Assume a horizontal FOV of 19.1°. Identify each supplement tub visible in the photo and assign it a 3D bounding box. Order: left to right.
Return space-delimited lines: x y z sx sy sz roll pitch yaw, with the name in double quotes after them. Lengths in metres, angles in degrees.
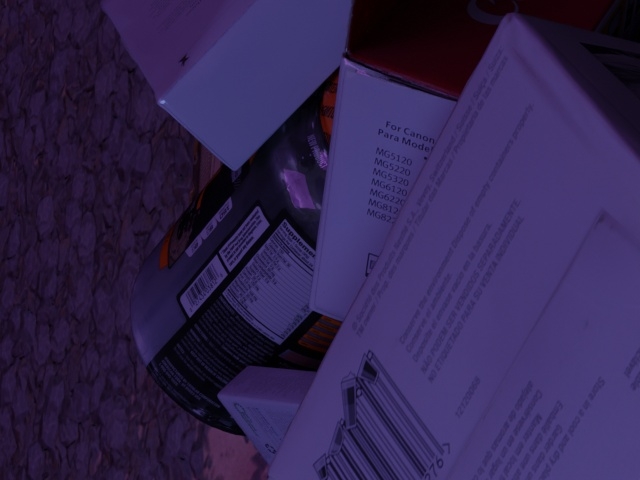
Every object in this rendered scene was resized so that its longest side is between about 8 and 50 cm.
0.000 0.000 1.569 0.338 0.207 0.207 -47 46 41 "supplement tub"

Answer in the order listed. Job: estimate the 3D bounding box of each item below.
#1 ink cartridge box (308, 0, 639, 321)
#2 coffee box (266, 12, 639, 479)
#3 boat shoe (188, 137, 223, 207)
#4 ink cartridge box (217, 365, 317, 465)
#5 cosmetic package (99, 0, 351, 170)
0.123 -0.119 1.242 0.130 0.309 0.272 20 132 16 "ink cartridge box"
0.230 0.127 1.059 0.338 0.334 0.338 -63 39 26 "coffee box"
-0.072 -0.116 1.794 0.123 0.123 0.342 16 103 56 "boat shoe"
0.046 0.194 1.473 0.045 0.223 0.224 -45 23 -23 "ink cartridge box"
0.001 -0.259 1.535 0.377 0.097 0.284 -45 24 6 "cosmetic package"
